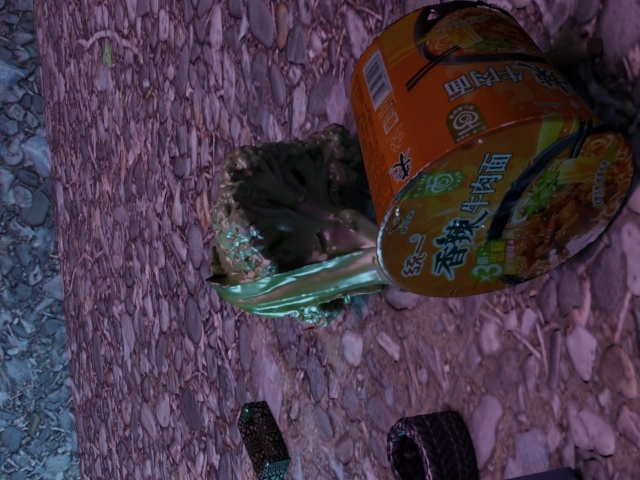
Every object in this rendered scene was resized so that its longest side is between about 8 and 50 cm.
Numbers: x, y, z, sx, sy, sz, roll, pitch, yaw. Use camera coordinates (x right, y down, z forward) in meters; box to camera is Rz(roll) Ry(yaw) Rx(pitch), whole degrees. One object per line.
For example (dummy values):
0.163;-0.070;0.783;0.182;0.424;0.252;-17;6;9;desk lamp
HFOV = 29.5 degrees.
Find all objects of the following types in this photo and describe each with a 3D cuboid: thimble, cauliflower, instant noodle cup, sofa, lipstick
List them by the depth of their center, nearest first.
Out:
0.131;-0.086;1.064;0.230;0.230;0.182;111;148;-44;instant noodle cup
0.219;-0.166;1.097;0.094;0.019;0.019;173;91;-65;lipstick
0.120;0.243;1.337;0.095;0.066;0.104;-29;69;61;thimble
0.000;0.000;1.450;0.315;0.239;0.256;12;124;30;cauliflower
-0.088;0.305;1.835;0.060;0.039;0.118;108;146;-40;sofa

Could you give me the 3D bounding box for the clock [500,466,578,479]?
0.159;0.298;1.166;0.193;0.145;0.073;117;140;-49;clock
